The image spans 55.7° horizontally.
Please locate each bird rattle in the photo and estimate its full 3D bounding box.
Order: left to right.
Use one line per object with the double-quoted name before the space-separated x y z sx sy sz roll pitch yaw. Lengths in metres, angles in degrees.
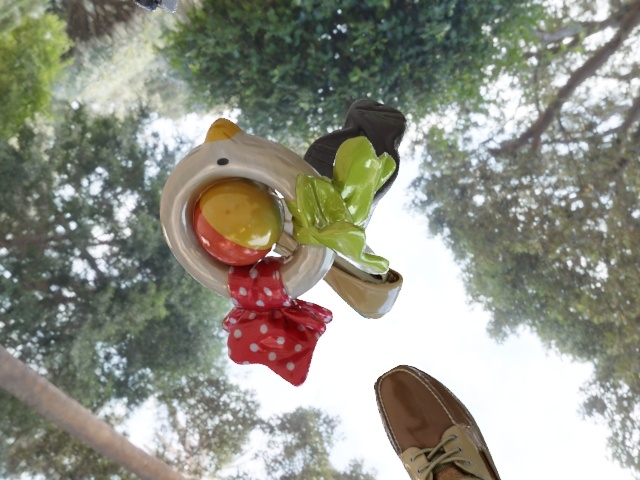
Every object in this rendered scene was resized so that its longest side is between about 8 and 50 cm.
"bird rattle" -0.048 -0.001 0.555 0.253 0.206 0.143 -51 -173 41

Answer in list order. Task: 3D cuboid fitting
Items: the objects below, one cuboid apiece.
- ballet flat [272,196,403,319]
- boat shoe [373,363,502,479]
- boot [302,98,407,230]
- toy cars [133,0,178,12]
"ballet flat" 0.000 0.000 0.717 0.073 0.232 0.080 -55 178 36
"boat shoe" 0.176 0.304 0.780 0.122 0.120 0.324 -34 -114 2
"boot" 0.028 -0.052 1.021 0.377 0.138 0.284 -66 177 -53
"toy cars" -0.218 -0.463 0.938 0.393 0.177 0.087 -33 -137 -32
